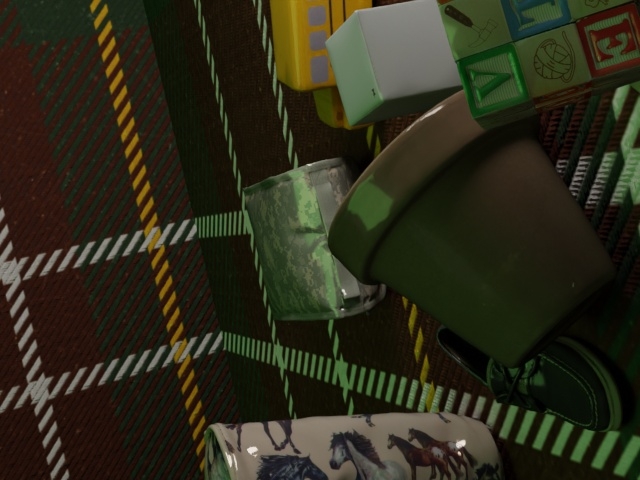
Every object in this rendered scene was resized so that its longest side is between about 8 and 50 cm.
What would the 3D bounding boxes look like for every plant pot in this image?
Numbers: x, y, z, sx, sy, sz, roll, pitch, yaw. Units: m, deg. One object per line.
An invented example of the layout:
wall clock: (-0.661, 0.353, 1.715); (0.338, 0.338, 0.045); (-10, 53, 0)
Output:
plant pot: (0.176, 0.003, 1.075); (0.229, 0.263, 0.263); (48, 151, 17)

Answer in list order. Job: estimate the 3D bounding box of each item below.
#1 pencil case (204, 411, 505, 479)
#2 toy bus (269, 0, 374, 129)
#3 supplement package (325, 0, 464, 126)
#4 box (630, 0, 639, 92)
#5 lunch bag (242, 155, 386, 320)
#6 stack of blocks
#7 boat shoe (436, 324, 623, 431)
pencil case: (0.052, 0.324, 1.372); (0.160, 0.410, 0.183); (113, 152, -49)
toy bus: (0.004, -0.319, 1.426); (0.108, 0.130, 0.332); (-138, 39, -57)
supplement package: (0.114, -0.202, 1.139); (0.105, 0.179, 0.105); (156, 99, -69)
box: (0.258, -0.267, 0.805); (0.243, 0.117, 0.213); (-125, 28, -42)
lunch bag: (0.000, 0.000, 1.600); (0.287, 0.169, 0.235); (174, 82, -74)
stack of blocks: (0.115, -0.238, 0.758); (0.087, 0.171, 0.297); (-3, -103, -75)
boat shoe: (0.232, 0.151, 1.189); (0.285, 0.092, 0.102); (-144, 43, -60)
